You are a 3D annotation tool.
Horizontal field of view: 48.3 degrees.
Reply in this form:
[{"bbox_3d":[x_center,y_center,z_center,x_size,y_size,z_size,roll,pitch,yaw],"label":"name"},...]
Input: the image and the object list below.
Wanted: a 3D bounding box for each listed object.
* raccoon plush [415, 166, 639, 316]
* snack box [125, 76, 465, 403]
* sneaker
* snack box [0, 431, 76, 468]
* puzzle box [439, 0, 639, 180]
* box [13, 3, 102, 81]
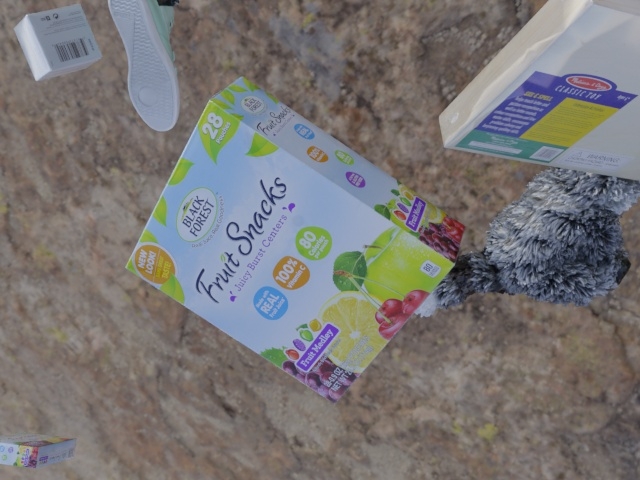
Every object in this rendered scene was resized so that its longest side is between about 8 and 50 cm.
[{"bbox_3d":[0.350,-0.035,1.167,0.216,0.447,0.299,53,163,46],"label":"raccoon plush"},{"bbox_3d":[-0.024,0.005,0.558,0.207,0.070,0.174,34,122,0],"label":"snack box"},{"bbox_3d":[-0.286,-0.334,1.284,0.094,0.151,0.255,-5,112,15],"label":"sneaker"},{"bbox_3d":[-0.480,0.344,1.176,0.100,0.037,0.141,4,170,6],"label":"snack box"},{"bbox_3d":[0.388,-0.175,0.874,0.409,0.052,0.272,6,154,-24],"label":"puzzle box"},{"bbox_3d":[-0.459,-0.345,1.248,0.087,0.101,0.101,-5,109,53],"label":"box"}]
